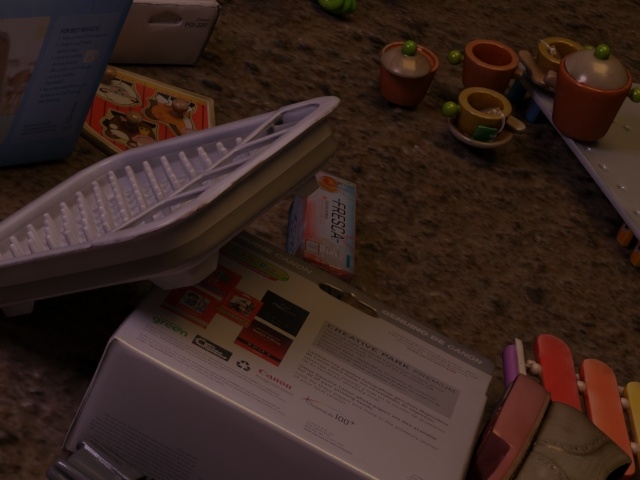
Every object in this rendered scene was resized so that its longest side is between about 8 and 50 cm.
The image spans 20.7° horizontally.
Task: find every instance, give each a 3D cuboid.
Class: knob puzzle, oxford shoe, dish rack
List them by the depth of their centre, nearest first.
[{"bbox_3d":[0.165,0.272,1.426,0.146,0.140,0.397,26,46,3],"label":"oxford shoe"},{"bbox_3d":[-0.153,-0.021,1.553,0.285,0.332,0.072,-41,113,-47],"label":"dish rack"},{"bbox_3d":[-0.195,-0.138,1.934,0.213,0.030,0.213,20,31,-12],"label":"knob puzzle"}]

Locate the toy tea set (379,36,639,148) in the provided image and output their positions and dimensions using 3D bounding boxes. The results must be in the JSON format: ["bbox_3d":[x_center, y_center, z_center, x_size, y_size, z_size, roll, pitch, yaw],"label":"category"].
[{"bbox_3d":[0.242,-0.219,2.238,0.336,0.124,0.200,-7,42,-24],"label":"toy tea set"}]

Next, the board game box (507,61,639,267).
[{"bbox_3d":[0.483,-0.085,2.356,0.390,0.050,0.390,7,36,-31],"label":"board game box"}]

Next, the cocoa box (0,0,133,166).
[{"bbox_3d":[-0.395,-0.214,1.695,0.347,0.231,0.228,-11,48,-47],"label":"cocoa box"}]

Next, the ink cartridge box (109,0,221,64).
[{"bbox_3d":[-0.244,-0.305,2.093,0.158,0.092,0.218,-4,40,-41],"label":"ink cartridge box"}]

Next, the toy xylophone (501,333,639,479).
[{"bbox_3d":[0.312,0.189,1.771,0.322,0.081,0.236,16,31,-18],"label":"toy xylophone"}]

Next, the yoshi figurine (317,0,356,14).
[{"bbox_3d":[-0.004,-0.423,2.368,0.362,0.203,0.203,-7,50,-39],"label":"yoshi figurine"}]

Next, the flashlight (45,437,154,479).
[{"bbox_3d":[-0.084,0.266,1.329,0.304,0.103,0.103,37,34,14],"label":"flashlight"}]

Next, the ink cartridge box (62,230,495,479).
[{"bbox_3d":[-0.023,0.143,1.536,0.309,0.130,0.272,28,28,2],"label":"ink cartridge box"}]

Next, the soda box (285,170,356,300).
[{"bbox_3d":[0.000,0.000,1.839,0.058,0.063,0.183,21,31,-10],"label":"soda box"}]
